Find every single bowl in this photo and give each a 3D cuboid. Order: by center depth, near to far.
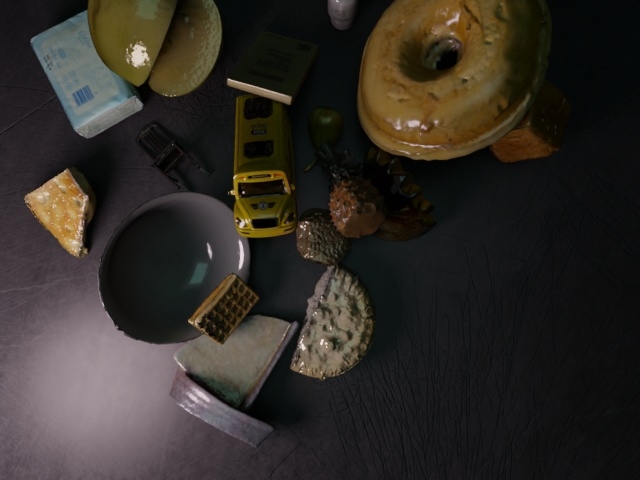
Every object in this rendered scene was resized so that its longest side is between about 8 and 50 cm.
[{"bbox_3d":[-0.345,0.048,0.978,0.157,0.345,0.346,19,86,46],"label":"bowl"}]

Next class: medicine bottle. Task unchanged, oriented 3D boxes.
[{"bbox_3d":[0.057,-0.583,1.049,0.080,0.130,0.081,0,87,2],"label":"medicine bottle"}]

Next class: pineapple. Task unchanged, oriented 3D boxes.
[{"bbox_3d":[0.058,-0.127,0.982,0.128,0.128,0.248,-20,55,0],"label":"pineapple"}]

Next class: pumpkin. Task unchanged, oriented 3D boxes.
[{"bbox_3d":[0.155,-0.094,1.017,0.149,0.130,0.254,-41,88,-2],"label":"pumpkin"}]

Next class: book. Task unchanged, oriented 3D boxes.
[{"bbox_3d":[-0.107,-0.424,1.035,0.161,0.026,0.231,17,54,3],"label":"book"}]

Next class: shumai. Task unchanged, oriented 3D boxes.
[{"bbox_3d":[0.004,0.000,1.022,0.145,0.116,0.146,3,78,-15],"label":"shumai"}]

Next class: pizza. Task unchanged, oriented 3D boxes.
[{"bbox_3d":[-0.610,-0.070,1.063,0.188,0.080,0.204,-30,96,22],"label":"pizza"}]

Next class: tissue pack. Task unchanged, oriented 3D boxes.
[{"bbox_3d":[-0.582,-0.415,1.075,0.177,0.089,0.264,-29,84,-2],"label":"tissue pack"}]

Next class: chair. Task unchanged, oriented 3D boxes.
[{"bbox_3d":[-0.384,-0.216,1.049,0.212,0.101,0.084,43,88,2],"label":"chair"}]

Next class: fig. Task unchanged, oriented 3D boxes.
[{"bbox_3d":[0.001,-0.256,1.073,0.093,0.093,0.166,22,126,3],"label":"fig"}]

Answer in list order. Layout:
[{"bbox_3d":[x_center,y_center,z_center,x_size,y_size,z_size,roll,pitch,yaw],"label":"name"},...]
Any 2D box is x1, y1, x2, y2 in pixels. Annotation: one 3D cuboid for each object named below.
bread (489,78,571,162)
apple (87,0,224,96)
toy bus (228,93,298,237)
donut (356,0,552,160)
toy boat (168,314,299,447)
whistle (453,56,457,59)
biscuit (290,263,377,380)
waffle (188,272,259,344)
[{"bbox_3d":[0.467,-0.277,0.991,0.143,0.158,0.149,22,85,-34],"label":"bread"},{"bbox_3d":[-0.371,-0.478,0.977,0.291,0.292,0.254,29,105,3],"label":"apple"},{"bbox_3d":[-0.132,-0.175,0.975,0.144,0.151,0.332,-5,60,-1],"label":"toy bus"},{"bbox_3d":[0.273,-0.384,0.944,0.448,0.198,0.450,-8,73,28],"label":"donut"},{"bbox_3d":[-0.215,0.314,1.021,0.275,0.111,0.294,12,74,3],"label":"toy boat"},{"bbox_3d":[0.438,-0.418,1.067,0.326,0.057,0.068,39,88,3],"label":"whistle"},{"bbox_3d":[0.044,0.196,1.022,0.179,0.084,0.282,17,86,3],"label":"biscuit"},{"bbox_3d":[-0.219,0.158,0.988,0.148,0.042,0.102,-51,130,-18],"label":"waffle"}]
